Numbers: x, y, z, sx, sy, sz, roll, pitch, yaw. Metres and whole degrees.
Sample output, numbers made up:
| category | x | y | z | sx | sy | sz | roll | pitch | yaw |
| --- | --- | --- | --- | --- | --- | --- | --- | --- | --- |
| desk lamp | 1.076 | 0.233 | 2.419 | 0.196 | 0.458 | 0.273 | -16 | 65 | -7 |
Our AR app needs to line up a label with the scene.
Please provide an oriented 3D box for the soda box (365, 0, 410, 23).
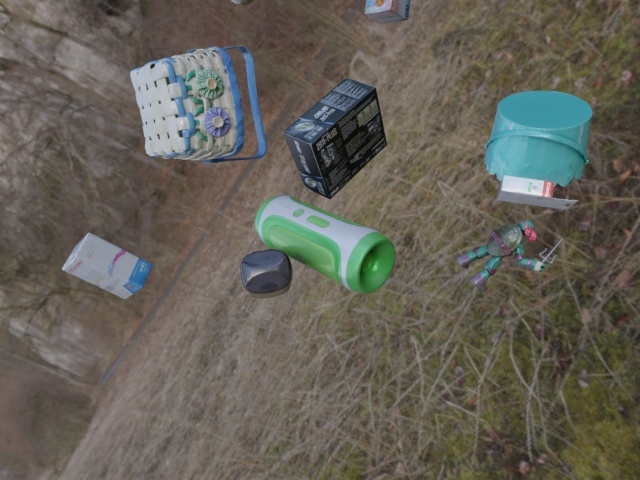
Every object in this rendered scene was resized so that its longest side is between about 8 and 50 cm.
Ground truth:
| category | x | y | z | sx | sy | sz | roll | pitch | yaw |
| --- | --- | --- | --- | --- | --- | --- | --- | --- | --- |
| soda box | 0.128 | -0.489 | 0.874 | 0.058 | 0.063 | 0.182 | 12 | 99 | 40 |

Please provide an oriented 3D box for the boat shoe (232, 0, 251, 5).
| category | x | y | z | sx | sy | sz | roll | pitch | yaw |
| --- | --- | --- | --- | --- | --- | --- | --- | --- | --- |
| boat shoe | -0.185 | -0.887 | 1.580 | 0.302 | 0.113 | 0.103 | -41 | -11 | 9 |

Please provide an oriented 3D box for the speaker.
| category | x | y | z | sx | sy | sz | roll | pitch | yaw |
| --- | --- | --- | --- | --- | --- | --- | --- | --- | --- |
| speaker | 0.000 | 0.000 | 0.990 | 0.297 | 0.131 | 0.131 | 25 | 82 | 40 |

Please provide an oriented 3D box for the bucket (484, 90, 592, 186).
| category | x | y | z | sx | sy | sz | roll | pitch | yaw |
| --- | --- | --- | --- | --- | --- | --- | --- | --- | --- |
| bucket | 0.612 | -0.288 | 1.389 | 0.281 | 0.282 | 0.183 | -73 | -19 | -48 |

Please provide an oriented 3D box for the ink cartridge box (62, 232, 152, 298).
| category | x | y | z | sx | sy | sz | roll | pitch | yaw |
| --- | --- | --- | --- | --- | --- | --- | --- | --- | --- |
| ink cartridge box | -0.375 | 0.047 | 0.868 | 0.089 | 0.123 | 0.052 | -27 | 41 | 44 |

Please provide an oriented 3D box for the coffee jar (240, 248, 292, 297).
| category | x | y | z | sx | sy | sz | roll | pitch | yaw |
| --- | --- | --- | --- | --- | --- | --- | --- | --- | --- |
| coffee jar | -0.102 | 0.068 | 0.948 | 0.184 | 0.096 | 0.078 | 111 | 148 | -79 |

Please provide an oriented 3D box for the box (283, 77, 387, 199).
| category | x | y | z | sx | sy | sz | roll | pitch | yaw |
| --- | --- | --- | --- | --- | --- | --- | --- | --- | --- |
| box | 0.034 | -0.196 | 0.954 | 0.180 | 0.078 | 0.147 | -45 | -37 | -18 |

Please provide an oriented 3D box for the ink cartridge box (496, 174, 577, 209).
| category | x | y | z | sx | sy | sz | roll | pitch | yaw |
| --- | --- | --- | --- | --- | --- | --- | --- | --- | --- |
| ink cartridge box | 0.351 | -0.078 | 0.802 | 0.063 | 0.115 | 0.029 | 36 | -116 | -74 |

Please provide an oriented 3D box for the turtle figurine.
| category | x | y | z | sx | sy | sz | roll | pitch | yaw |
| --- | --- | --- | --- | --- | --- | --- | --- | --- | --- |
| turtle figurine | 0.471 | 0.018 | 1.254 | 0.234 | 0.118 | 0.175 | -39 | 33 | 20 |

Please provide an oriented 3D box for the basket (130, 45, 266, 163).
| category | x | y | z | sx | sy | sz | roll | pitch | yaw |
| --- | --- | --- | --- | --- | --- | --- | --- | --- | --- |
| basket | -0.237 | -0.284 | 1.067 | 0.201 | 0.254 | 0.289 | 1 | 18 | 35 |
